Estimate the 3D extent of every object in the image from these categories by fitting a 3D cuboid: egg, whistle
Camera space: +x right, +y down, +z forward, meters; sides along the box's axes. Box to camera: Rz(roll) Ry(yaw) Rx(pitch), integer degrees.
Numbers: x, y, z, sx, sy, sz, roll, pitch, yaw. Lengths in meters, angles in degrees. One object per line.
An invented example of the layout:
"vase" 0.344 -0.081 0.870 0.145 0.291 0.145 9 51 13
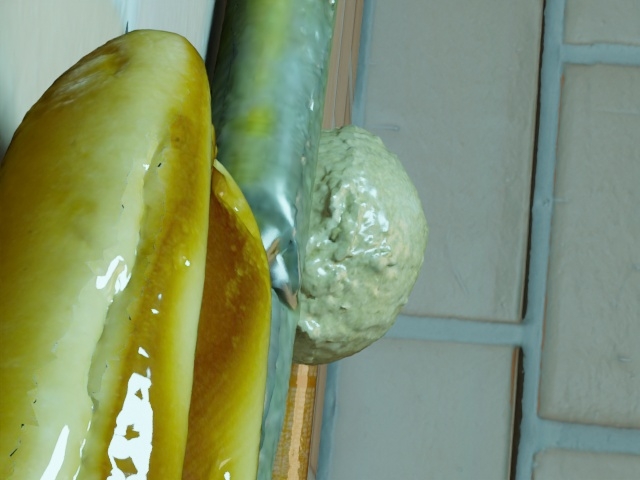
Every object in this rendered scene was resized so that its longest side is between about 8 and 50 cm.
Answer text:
"egg" 0.000 0.000 0.994 0.116 0.118 0.140 31 66 -38
"whistle" -0.031 -0.026 0.806 0.068 0.057 0.326 114 -15 -59

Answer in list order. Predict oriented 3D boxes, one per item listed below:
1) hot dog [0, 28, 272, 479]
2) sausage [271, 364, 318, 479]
"hot dog" -0.054 0.059 0.370 0.100 0.068 0.249 73 16 -47
"sausage" -0.032 0.122 1.080 0.053 0.053 0.347 40 56 -87
